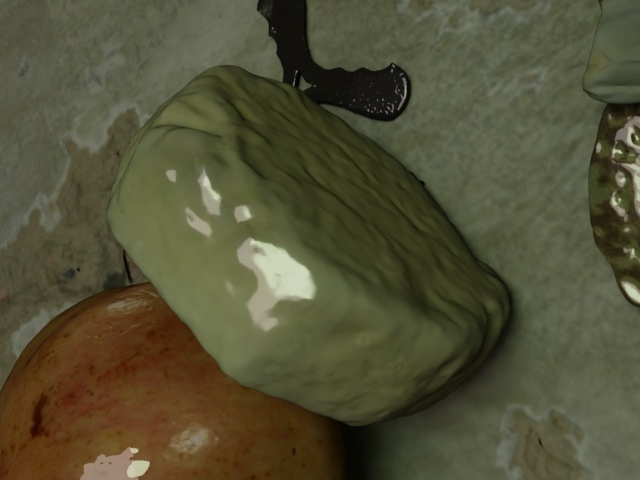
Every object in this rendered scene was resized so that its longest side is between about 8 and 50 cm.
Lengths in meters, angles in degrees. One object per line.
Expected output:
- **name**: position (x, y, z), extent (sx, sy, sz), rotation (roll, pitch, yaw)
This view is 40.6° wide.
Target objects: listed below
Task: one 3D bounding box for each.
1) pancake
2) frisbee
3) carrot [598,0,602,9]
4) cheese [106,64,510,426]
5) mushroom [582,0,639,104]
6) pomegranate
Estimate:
- **pancake**: position (0.298, -0.038, 0.611), extent (0.211, 0.029, 0.235), rotation (17, 97, 24)
- **frisbee**: position (-0.029, -0.144, 0.851), extent (0.187, 0.012, 0.211), rotation (-49, 63, 18)
- **carrot**: position (0.239, -0.190, 0.679), extent (0.043, 0.043, 0.248), rotation (-22, 75, 27)
- **cheese**: position (0.000, 0.000, 0.671), extent (0.115, 0.326, 0.318), rotation (-49, 25, 23)
- **mushroom**: position (0.332, -0.161, 0.529), extent (0.328, 0.122, 0.159), rotation (9, 116, 34)
- **pomegranate**: position (-0.144, 0.199, 0.685), extent (0.338, 0.338, 0.338), rotation (-4, 82, 31)
